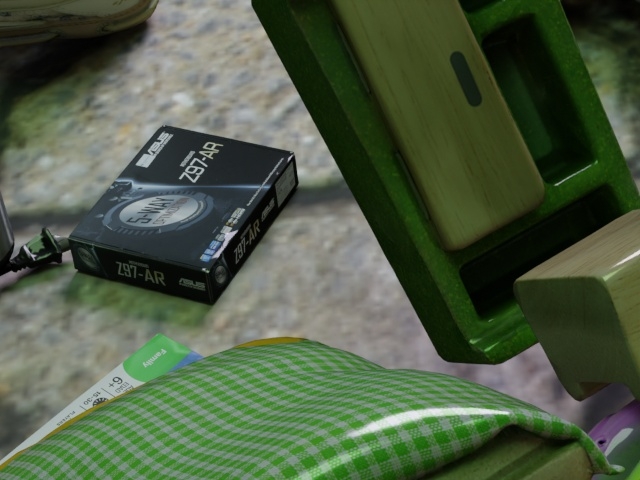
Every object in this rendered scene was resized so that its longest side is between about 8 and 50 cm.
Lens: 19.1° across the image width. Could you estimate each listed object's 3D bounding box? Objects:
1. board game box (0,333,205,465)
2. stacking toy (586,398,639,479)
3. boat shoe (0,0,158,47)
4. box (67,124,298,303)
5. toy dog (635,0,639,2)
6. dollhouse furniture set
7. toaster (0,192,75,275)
[{"bbox_3d":[-0.073,0.123,0.627,0.136,0.035,0.201,25,49,33],"label":"board game box"},{"bbox_3d":[0.128,0.098,0.533,0.175,0.165,0.302,-23,18,-22],"label":"stacking toy"},{"bbox_3d":[-0.222,-0.129,0.928,0.285,0.089,0.104,4,67,17],"label":"boat shoe"},{"bbox_3d":[-0.056,-0.013,0.801,0.067,0.018,0.083,14,44,23],"label":"box"},{"bbox_3d":[0.204,-0.161,0.829,0.334,0.161,0.220,12,43,21],"label":"toy dog"},{"bbox_3d":[0.000,0.000,0.557,0.302,0.151,0.197,-29,9,-22],"label":"dollhouse furniture set"},{"bbox_3d":[-0.228,-0.022,0.767,0.168,0.110,0.186,30,52,35],"label":"toaster"}]
